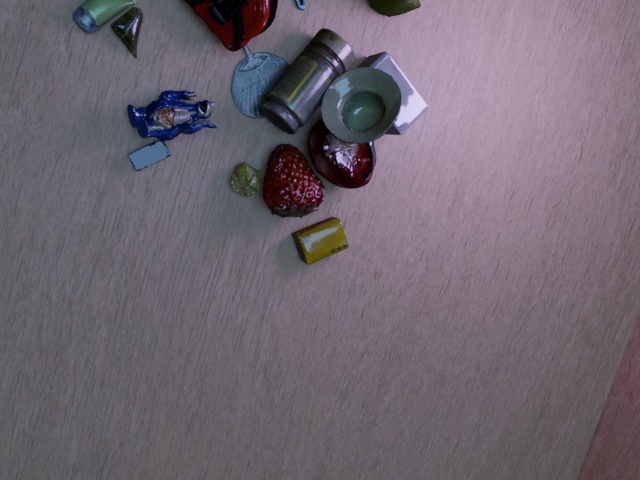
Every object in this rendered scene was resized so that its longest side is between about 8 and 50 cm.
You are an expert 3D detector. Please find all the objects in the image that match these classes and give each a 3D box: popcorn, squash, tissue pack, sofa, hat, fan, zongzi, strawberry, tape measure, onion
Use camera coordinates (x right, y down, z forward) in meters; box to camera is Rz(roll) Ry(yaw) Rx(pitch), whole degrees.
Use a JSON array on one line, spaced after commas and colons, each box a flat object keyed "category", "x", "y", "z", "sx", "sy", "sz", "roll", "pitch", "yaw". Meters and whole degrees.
[{"category": "popcorn", "x": -0.245, "y": -0.199, "z": 1.734, "sx": 0.097, "sy": 0.089, "sz": 0.109, "roll": -21, "pitch": 100, "yaw": 22}, {"category": "squash", "x": 0.266, "y": -0.829, "z": 1.691, "sx": 0.189, "sy": 0.260, "sz": 0.189, "roll": -3, "pitch": 100, "yaw": -17}, {"category": "tissue pack", "x": 0.218, "y": -0.494, "z": 1.797, "sx": 0.136, "sy": 0.159, "sz": 0.246, "roll": -45, "pitch": 112, "yaw": -5}, {"category": "tissue pack", "x": 0.000, "y": 0.000, "z": 1.859, "sx": 0.169, "sy": 0.082, "sz": 0.120, "roll": -22, "pitch": 106, "yaw": -14}, {"category": "sofa", "x": -0.531, "y": -0.265, "z": 1.640, "sx": 0.118, "sy": 0.039, "sz": 0.060, "roll": -29, "pitch": 110, "yaw": -13}, {"category": "hat", "x": 0.140, "y": -0.399, "z": 1.666, "sx": 0.257, "sy": 0.130, "sz": 0.257, "roll": -5, "pitch": 74, "yaw": 16}, {"category": "fan", "x": -0.219, "y": -0.525, "z": 1.715, "sx": 0.294, "sy": 0.012, "sz": 0.223, "roll": 33, "pitch": 90, "yaw": -22}, {"category": "zongzi", "x": -0.545, "y": -0.617, "z": 1.563, "sx": 0.104, "sy": 0.052, "sz": 0.113, "roll": -45, "pitch": 125, "yaw": -13}, {"category": "strawberry", "x": -0.099, "y": -0.201, "z": 1.742, "sx": 0.205, "sy": 0.205, "sz": 0.244, "roll": -5, "pitch": 83, "yaw": -19}, {"category": "tape measure", "x": -0.255, "y": -0.709, "z": 1.543, "sx": 0.253, "sy": 0.260, "sz": 0.114, "roll": 47, "pitch": 39, "yaw": -19}, {"category": "onion", "x": 0.059, "y": -0.292, "z": 1.788, "sx": 0.272, "sy": 0.195, "sz": 0.272, "roll": 19, "pitch": 62, "yaw": -40}]

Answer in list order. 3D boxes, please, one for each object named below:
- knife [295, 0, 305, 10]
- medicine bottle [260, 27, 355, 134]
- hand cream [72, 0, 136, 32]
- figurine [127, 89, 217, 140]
[{"category": "knife", "x": -0.101, "y": -0.893, "z": 1.680, "sx": 0.044, "sy": 0.019, "sz": 0.313, "roll": -18, "pitch": 104, "yaw": -13}, {"category": "medicine bottle", "x": -0.042, "y": -0.506, "z": 1.696, "sx": 0.151, "sy": 0.151, "sz": 0.322, "roll": 40, "pitch": 83, "yaw": -22}, {"category": "hand cream", "x": -0.629, "y": -0.673, "z": 1.521, "sx": 0.175, "sy": 0.046, "sz": 0.095, "roll": -46, "pitch": 111, "yaw": -13}, {"category": "figurine", "x": -0.447, "y": -0.375, "z": 1.614, "sx": 0.262, "sy": 0.120, "sz": 0.164, "roll": -10, "pitch": 66, "yaw": -25}]
